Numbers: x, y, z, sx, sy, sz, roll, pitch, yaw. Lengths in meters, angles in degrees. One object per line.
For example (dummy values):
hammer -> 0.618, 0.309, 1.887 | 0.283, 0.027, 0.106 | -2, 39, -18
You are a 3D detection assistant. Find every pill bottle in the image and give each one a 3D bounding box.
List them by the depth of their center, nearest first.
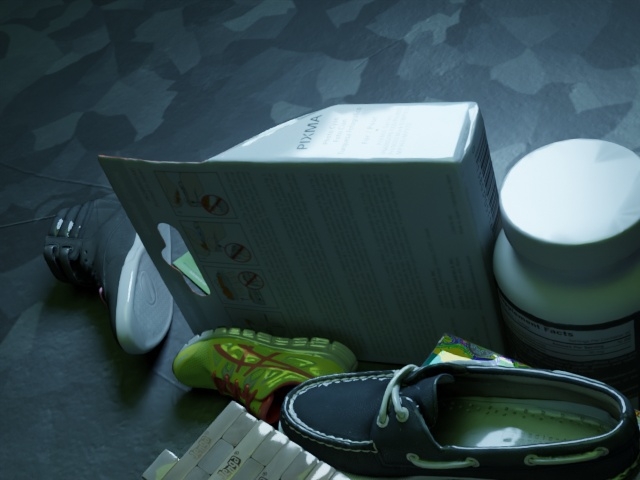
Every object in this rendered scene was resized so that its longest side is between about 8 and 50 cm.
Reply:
pill bottle -> 0.249, 0.050, 1.015 | 0.162, 0.278, 0.162 | -10, 44, 9

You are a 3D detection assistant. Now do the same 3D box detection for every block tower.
block tower -> 0.021, 0.238, 0.793 | 0.335, 0.091, 0.097 | 25, 61, 35

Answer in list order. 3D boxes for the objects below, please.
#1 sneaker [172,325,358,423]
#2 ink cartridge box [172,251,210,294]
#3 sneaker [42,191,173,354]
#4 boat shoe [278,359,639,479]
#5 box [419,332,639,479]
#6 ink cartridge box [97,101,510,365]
sneaker -> -0.069, 0.152, 1.171 | 0.208, 0.081, 0.094 | -1, 49, 18
ink cartridge box -> -0.088, -0.029, 1.366 | 0.209, 0.062, 0.109 | -39, 48, -18
sneaker -> -0.267, 0.045, 1.336 | 0.147, 0.104, 0.296 | -16, 39, 7
boat shoe -> 0.101, 0.138, 0.861 | 0.302, 0.091, 0.114 | 1, 46, 19
box -> 0.157, 0.276, 0.900 | 0.279, 0.177, 0.290 | 21, 56, 34
ink cartridge box -> 0.000, 0.000, 1.132 | 0.385, 0.308, 0.091 | 3, 48, 24
